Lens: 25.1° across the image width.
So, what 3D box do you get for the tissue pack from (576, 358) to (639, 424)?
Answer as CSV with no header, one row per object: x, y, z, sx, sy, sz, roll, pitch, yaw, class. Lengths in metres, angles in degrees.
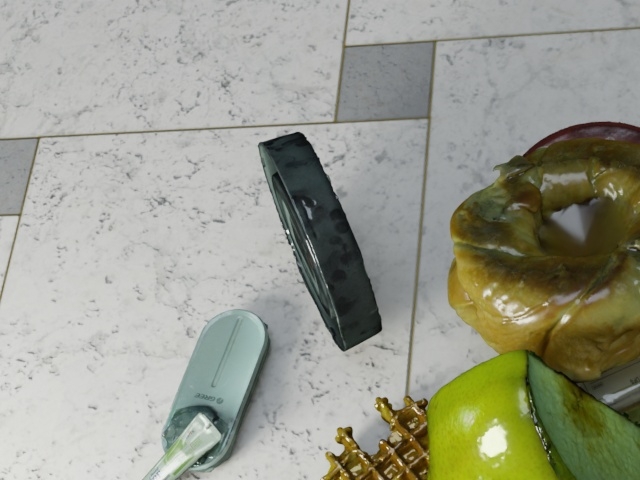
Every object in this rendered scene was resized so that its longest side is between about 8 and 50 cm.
0.411,0.148,1.856,0.234,0.125,0.159,-24,52,-1,tissue pack

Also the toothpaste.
-0.208,0.312,1.944,0.197,0.029,0.048,-47,74,17,toothpaste

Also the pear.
0.233,0.272,1.720,0.292,0.292,0.159,-2,58,15,pear

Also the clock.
-0.002,0.000,1.954,0.061,0.312,0.312,-22,56,-5,clock

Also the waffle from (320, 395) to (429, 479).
0.115,0.314,1.882,0.232,0.051,0.228,4,60,17,waffle

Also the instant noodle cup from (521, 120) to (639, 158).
0.390,-0.030,1.991,0.274,0.090,0.274,-7,58,12,instant noodle cup

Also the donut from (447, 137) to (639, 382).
0.324,0.019,1.804,0.360,0.170,0.360,-12,39,10,donut

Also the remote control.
-0.144,0.211,2.015,0.104,0.052,0.247,11,63,22,remote control
